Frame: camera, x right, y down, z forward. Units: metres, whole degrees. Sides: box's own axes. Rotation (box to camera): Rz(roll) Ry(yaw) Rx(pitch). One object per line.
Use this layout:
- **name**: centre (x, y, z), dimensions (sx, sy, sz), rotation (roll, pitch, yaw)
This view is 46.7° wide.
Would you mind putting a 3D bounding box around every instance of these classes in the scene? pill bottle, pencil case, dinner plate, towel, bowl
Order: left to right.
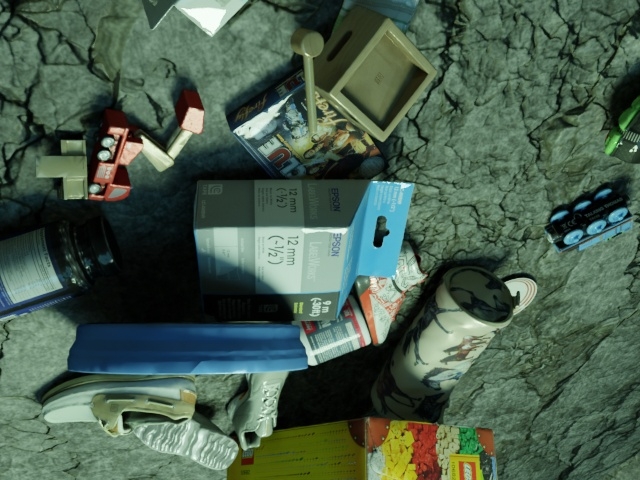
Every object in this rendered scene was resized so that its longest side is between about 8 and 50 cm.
- **pill bottle**: centre (-0.420, 0.040, 1.122), dimensions (0.219, 0.122, 0.122), rotation (-19, 139, -6)
- **bowl**: centre (-0.215, 0.175, 1.234), dimensions (0.391, 0.077, 0.391), rotation (0, 173, 0)
- **pill bottle**: centre (0.000, 0.188, 1.479), dimensions (0.180, 0.108, 0.108), rotation (-21, 139, -3)
- **towel**: centre (0.079, -0.315, 1.053), dimensions (0.113, 0.023, 0.152), rotation (1, 133, -26)
- **pencil case**: centre (0.268, 0.240, 1.614), dimensions (0.184, 0.160, 0.410), rotation (14, 128, -15)
- **dinner plate**: centre (0.423, 0.130, 1.682), dimensions (0.141, 0.017, 0.141), rotation (-13, 139, -12)

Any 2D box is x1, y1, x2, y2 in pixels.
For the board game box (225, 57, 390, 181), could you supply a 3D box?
- **board game box**: centre (-0.013, -0.153, 1.166), dimensions (0.165, 0.042, 0.243), rotation (-32, 138, 10)

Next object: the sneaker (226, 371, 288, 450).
- **sneaker**: centre (-0.117, 0.346, 1.582), dimensions (0.099, 0.121, 0.262), rotation (3, 133, -28)

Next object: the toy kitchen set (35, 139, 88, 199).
- **toy kitchen set**: centre (-0.376, -0.101, 1.064), dimensions (0.068, 0.075, 0.083), rotation (-3, 95, -26)

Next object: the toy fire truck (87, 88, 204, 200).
- **toy fire truck**: centre (-0.256, -0.134, 1.071), dimensions (0.135, 0.047, 0.192), rotation (5, 132, -30)

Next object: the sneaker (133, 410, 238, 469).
- **sneaker**: centre (-0.308, 0.394, 1.562), dimensions (0.281, 0.115, 0.105), rotation (42, 77, -28)

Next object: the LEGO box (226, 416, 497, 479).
- **LEGO box**: centre (0.077, 0.521, 1.642), dimensions (0.373, 0.193, 0.500), rotation (15, 155, -36)

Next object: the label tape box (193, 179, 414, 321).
- **label tape box**: centre (-0.027, 0.022, 1.227), dimensions (0.348, 0.115, 0.249), rotation (1, 139, -4)

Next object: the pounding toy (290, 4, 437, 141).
- **pounding toy**: centre (0.025, -0.229, 1.012), dimensions (0.206, 0.094, 0.181), rotation (34, 95, -41)

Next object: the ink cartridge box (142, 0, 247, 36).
- **ink cartridge box**: centre (-0.122, -0.327, 0.878), dimensions (0.198, 0.115, 0.067), rotation (-39, 137, 18)

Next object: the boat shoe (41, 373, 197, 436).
- **boat shoe**: centre (-0.387, 0.315, 1.411), dimensions (0.302, 0.103, 0.113), rotation (-12, 150, 4)

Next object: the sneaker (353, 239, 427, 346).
- **sneaker**: centre (0.145, 0.108, 1.476), dimensions (0.145, 0.090, 0.270), rotation (-21, 138, -3)

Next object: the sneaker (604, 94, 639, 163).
- **sneaker**: centre (0.731, -0.177, 1.359), dimensions (0.483, 0.202, 0.185), rotation (1, 132, -26)

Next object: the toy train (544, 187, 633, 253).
- **toy train**: centre (0.554, -0.033, 1.526), dimensions (0.184, 0.080, 0.105), rotation (-27, 145, 4)
